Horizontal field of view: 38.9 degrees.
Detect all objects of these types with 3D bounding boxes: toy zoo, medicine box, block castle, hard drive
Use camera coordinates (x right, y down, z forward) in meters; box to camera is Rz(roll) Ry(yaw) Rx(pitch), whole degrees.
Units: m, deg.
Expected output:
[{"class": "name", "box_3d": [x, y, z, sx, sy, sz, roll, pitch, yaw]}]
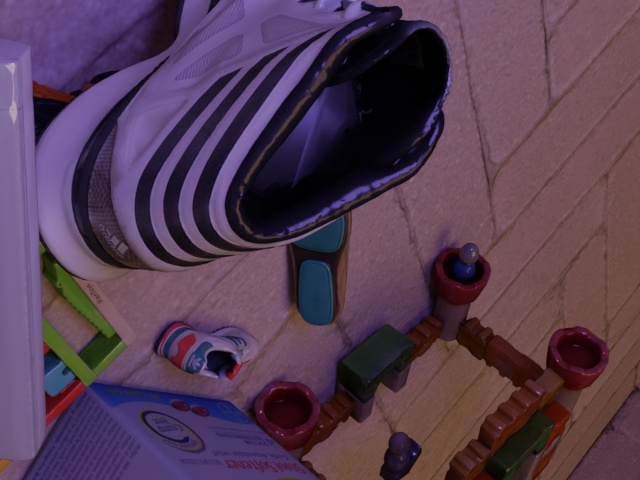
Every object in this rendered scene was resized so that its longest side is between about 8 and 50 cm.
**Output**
[{"class": "toy zoo", "box_3d": [-0.309, 0.136, 0.794, 0.293, 0.030, 0.192, -46, 146, -17]}, {"class": "medicine box", "box_3d": [-0.114, 0.295, 0.949, 0.149, 0.289, 0.263, -59, 148, 3]}, {"class": "block castle", "box_3d": [0.160, 0.219, 1.250, 0.453, 0.303, 0.213, -34, 147, -32]}, {"class": "hard drive", "box_3d": [-0.286, 0.010, 0.586, 0.040, 0.202, 0.308, -86, -176, -58]}]

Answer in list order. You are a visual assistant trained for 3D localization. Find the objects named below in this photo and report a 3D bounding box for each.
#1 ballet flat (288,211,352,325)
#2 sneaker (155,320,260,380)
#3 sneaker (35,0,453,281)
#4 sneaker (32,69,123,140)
[{"class": "ballet flat", "box_3d": [0.000, 0.000, 1.076, 0.073, 0.080, 0.232, -65, 165, -48]}, {"class": "sneaker", "box_3d": [-0.110, 0.134, 1.019, 0.161, 0.075, 0.057, 20, 101, -57]}, {"class": "sneaker", "box_3d": [0.008, -0.138, 0.677, 0.448, 0.257, 0.169, -60, 136, -36]}, {"class": "sneaker", "box_3d": [-0.211, -0.058, 0.704, 0.262, 0.099, 0.121, -11, 130, -48]}]
